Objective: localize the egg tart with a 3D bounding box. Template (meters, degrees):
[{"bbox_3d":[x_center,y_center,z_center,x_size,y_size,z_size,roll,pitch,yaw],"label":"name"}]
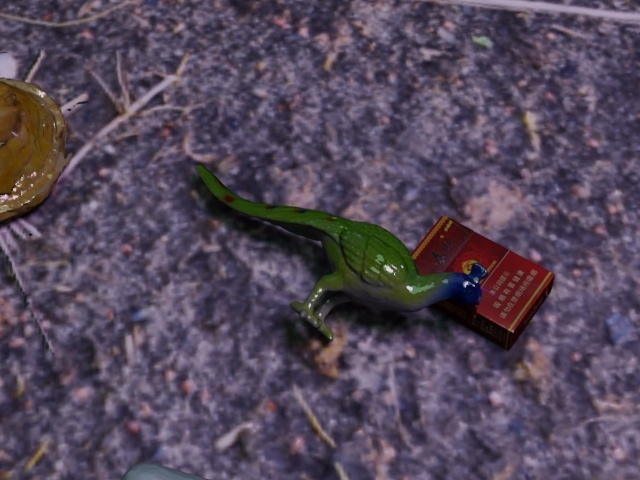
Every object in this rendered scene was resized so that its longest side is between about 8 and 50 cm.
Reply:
[{"bbox_3d":[-0.227,-0.066,0.918,0.128,0.049,0.129,-1,54,2],"label":"egg tart"}]

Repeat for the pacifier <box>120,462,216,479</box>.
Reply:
[{"bbox_3d":[-0.046,0.242,0.627,0.343,0.288,0.269,21,90,-8],"label":"pacifier"}]

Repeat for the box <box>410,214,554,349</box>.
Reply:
[{"bbox_3d":[0.095,0.025,0.865,0.082,0.023,0.051,30,60,20],"label":"box"}]

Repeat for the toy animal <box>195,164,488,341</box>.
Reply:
[{"bbox_3d":[-0.007,0.015,0.861,0.217,0.041,0.075,20,75,29],"label":"toy animal"}]
